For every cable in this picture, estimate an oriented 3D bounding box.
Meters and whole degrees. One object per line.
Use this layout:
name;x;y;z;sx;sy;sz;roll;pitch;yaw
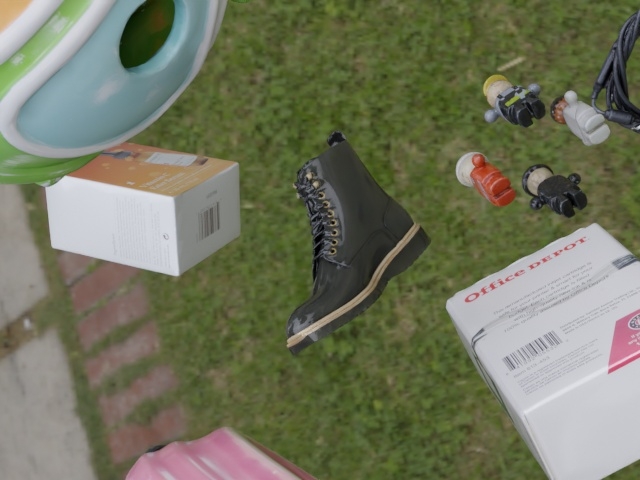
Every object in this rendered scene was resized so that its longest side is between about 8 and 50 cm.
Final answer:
cable;0.432;-0.215;1.444;0.150;0.047;0.184;25;110;3

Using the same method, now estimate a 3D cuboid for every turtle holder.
turtle holder;-0.158;-0.161;0.751;0.227;0.320;0.243;-25;59;35

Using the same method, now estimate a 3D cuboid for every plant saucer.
plant saucer;0.009;0.244;0.892;0.332;0.332;0.084;26;80;40

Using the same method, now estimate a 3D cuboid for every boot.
boot;0.000;0.000;1.032;0.077;0.198;0.137;-32;98;42

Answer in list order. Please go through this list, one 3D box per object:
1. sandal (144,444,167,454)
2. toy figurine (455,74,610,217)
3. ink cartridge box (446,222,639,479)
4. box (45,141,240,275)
sandal;-0.123;0.263;1.262;0.040;0.179;0.067;-21;51;47
toy figurine;0.346;-0.154;1.908;0.148;0.213;0.209;-129;50;-61
ink cartridge box;0.234;0.098;1.050;0.100;0.172;0.237;62;-179;-22
box;-0.192;-0.039;1.270;0.170;0.130;0.091;11;116;25
